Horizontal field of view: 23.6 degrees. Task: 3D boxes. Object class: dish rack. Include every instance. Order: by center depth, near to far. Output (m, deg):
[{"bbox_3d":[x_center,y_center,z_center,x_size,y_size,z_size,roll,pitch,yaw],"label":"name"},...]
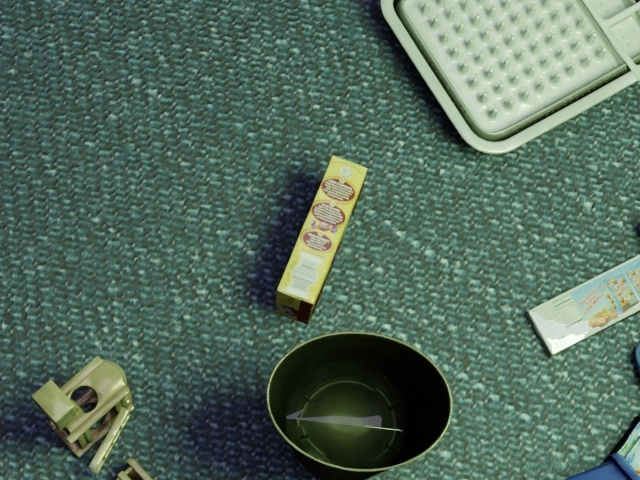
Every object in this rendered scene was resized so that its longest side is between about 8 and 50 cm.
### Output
[{"bbox_3d":[0.270,-0.280,2.011,0.333,0.072,0.285,-29,79,-12],"label":"dish rack"}]

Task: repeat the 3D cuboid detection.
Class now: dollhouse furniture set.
[{"bbox_3d":[-0.233,0.220,1.769,0.101,0.182,0.161,-42,80,-14],"label":"dollhouse furniture set"}]

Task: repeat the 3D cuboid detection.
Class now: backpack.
[{"bbox_3d":[0.415,0.274,1.853,0.114,0.084,0.105,39,77,4],"label":"backpack"}]

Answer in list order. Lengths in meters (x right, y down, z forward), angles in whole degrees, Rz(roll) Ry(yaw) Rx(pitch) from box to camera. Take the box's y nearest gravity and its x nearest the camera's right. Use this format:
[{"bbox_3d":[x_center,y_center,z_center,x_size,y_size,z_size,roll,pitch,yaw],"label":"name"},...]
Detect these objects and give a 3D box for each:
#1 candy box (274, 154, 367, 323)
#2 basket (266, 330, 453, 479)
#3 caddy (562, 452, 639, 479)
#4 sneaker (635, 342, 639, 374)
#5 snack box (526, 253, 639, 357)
[{"bbox_3d":[0.000,0.000,1.889,0.053,0.109,0.187,20,74,2],"label":"candy box"},{"bbox_3d":[0.036,0.205,1.771,0.204,0.227,0.154,5,74,-2],"label":"basket"},{"bbox_3d":[0.346,0.374,1.695,0.179,0.341,0.241,-18,97,0],"label":"caddy"},{"bbox_3d":[0.473,0.216,1.881,0.081,0.090,0.232,-32,56,-20],"label":"sneaker"},{"bbox_3d":[0.352,0.080,1.937,0.178,0.022,0.064,-26,76,-11],"label":"snack box"}]
